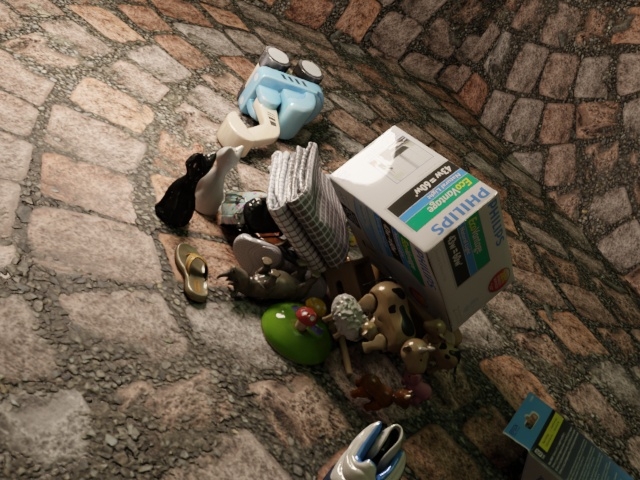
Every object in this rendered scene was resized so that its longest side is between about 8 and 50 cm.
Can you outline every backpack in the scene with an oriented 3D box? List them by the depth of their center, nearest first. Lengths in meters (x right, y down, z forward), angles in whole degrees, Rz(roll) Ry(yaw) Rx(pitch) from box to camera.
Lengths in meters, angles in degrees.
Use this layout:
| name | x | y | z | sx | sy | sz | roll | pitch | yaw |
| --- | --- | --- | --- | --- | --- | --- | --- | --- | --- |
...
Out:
| name | x | y | z | sx | sy | sz | roll | pitch | yaw |
| --- | --- | --- | --- | --- | --- | --- | --- | --- | --- |
| backpack | -0.178 | -0.070 | 1.919 | 0.152 | 0.115 | 0.182 | 12 | -3 | -39 |

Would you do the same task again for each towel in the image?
| name | x | y | z | sx | sy | sz | roll | pitch | yaw |
| --- | --- | --- | --- | --- | --- | --- | --- | --- | --- |
| towel | -0.021 | -0.088 | 1.866 | 0.235 | 0.121 | 0.283 | 54 | 23 | -32 |

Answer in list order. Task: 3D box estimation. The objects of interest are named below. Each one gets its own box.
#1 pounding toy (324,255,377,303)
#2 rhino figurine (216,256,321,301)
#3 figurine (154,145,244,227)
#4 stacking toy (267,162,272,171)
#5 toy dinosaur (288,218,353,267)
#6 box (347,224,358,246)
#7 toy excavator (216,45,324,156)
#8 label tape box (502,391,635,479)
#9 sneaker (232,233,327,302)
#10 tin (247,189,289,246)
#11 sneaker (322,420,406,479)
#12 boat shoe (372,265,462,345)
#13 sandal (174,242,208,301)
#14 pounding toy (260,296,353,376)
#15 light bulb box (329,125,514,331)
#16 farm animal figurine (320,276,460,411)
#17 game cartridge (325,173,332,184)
| name | x | y | z | sx | sy | sz | roll | pitch | yaw |
| --- | --- | --- | --- | --- | --- | --- | --- | --- | --- |
| pounding toy | 0.070 | 0.148 | 1.889 | 0.206 | 0.094 | 0.181 | -13 | 87 | -65 |
| rhino figurine | -0.128 | 0.098 | 1.768 | 0.243 | 0.106 | 0.073 | 4 | 42 | -24 |
| figurine | -0.292 | -0.153 | 1.882 | 0.092 | 0.209 | 0.215 | 40 | 28 | 11 |
| stacking toy | -0.045 | -0.189 | 2.373 | 0.221 | 0.052 | 0.167 | 46 | 30 | 19 |
| toy dinosaur | 0.000 | 0.000 | 2.075 | 0.322 | 0.164 | 0.218 | 54 | 40 | -11 |
| box | 0.119 | -0.015 | 2.267 | 0.169 | 0.059 | 0.054 | 14 | 34 | -34 |
| toy excavator | -0.159 | -0.433 | 2.498 | 0.433 | 0.222 | 0.445 | 11 | 44 | -34 |
| label tape box | 0.590 | 0.563 | 1.815 | 0.348 | 0.115 | 0.249 | 40 | 28 | 16 |
| sneaker | -0.101 | 0.046 | 1.901 | 0.268 | 0.101 | 0.153 | 32 | 27 | -16 |
| tin | -0.141 | -0.059 | 1.998 | 0.190 | 0.106 | 0.040 | 43 | 13 | 26 |
| sneaker | 0.114 | 0.417 | 1.395 | 0.130 | 0.236 | 0.323 | 44 | 30 | 17 |
| boat shoe | 0.251 | 0.173 | 2.014 | 0.110 | 0.121 | 0.341 | -9 | 45 | -28 |
| sandal | -0.288 | 0.066 | 1.715 | 0.072 | 0.049 | 0.180 | 15 | 33 | -32 |
| pounding toy | -0.012 | 0.196 | 1.743 | 0.237 | 0.110 | 0.183 | 21 | 31 | -23 |
| light bulb box | 0.254 | -0.028 | 1.835 | 0.361 | 0.225 | 0.358 | 42 | -14 | 40 |
| farm animal figurine | 0.197 | 0.232 | 1.733 | 0.330 | 0.172 | 0.327 | -21 | 84 | -51 |
| game cartridge | 0.082 | -0.119 | 2.245 | 0.297 | 0.062 | 0.198 | 30 | -4 | -35 |
